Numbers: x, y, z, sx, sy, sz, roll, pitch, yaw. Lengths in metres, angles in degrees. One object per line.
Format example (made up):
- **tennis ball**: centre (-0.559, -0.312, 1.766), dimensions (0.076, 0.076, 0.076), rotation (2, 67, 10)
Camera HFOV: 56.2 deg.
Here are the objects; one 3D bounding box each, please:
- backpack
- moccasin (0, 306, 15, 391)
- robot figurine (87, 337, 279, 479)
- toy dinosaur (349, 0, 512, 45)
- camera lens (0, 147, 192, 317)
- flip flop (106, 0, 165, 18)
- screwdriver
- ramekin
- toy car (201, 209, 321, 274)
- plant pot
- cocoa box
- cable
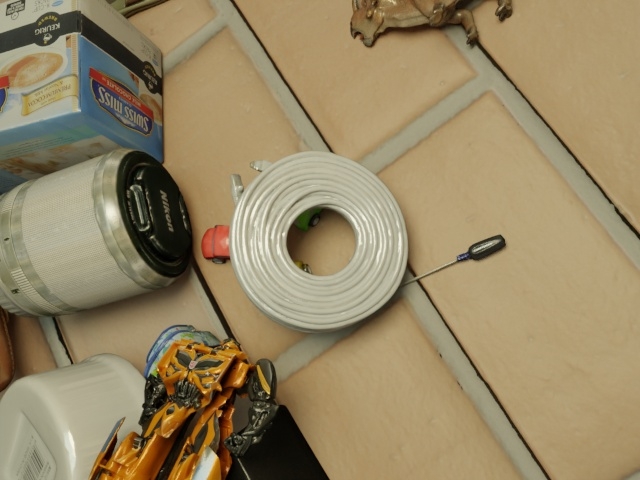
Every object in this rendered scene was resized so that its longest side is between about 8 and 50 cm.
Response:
- **backpack**: centre (-0.211, 0.180, 0.902), dimensions (0.084, 0.114, 0.105), rotation (32, 90, 21)
- **moccasin**: centre (-0.619, 0.112, 1.040), dimensions (0.139, 0.147, 0.380), rotation (-46, 63, -4)
- **robot figurine**: centre (-0.173, 0.243, 0.725), dimensions (0.210, 0.085, 0.291), rotation (5, 56, 31)
- **toy dinosaur**: centre (0.183, -0.406, 0.904), dimensions (0.295, 0.127, 0.200), rotation (-39, 63, 1)
- **camera lens**: centre (-0.356, -0.008, 0.933), dimensions (0.274, 0.219, 0.220), rotation (-16, 74, 14)
- **flip flop**: centre (-0.349, -0.490, 1.109), dimensions (0.276, 0.080, 0.112), rotation (-23, 72, 12)
- **screwdriver**: centre (0.182, 0.031, 0.859), dimensions (0.169, 0.024, 0.025), rotation (-21, 102, 14)
- **ramekin**: centre (-0.354, 0.309, 0.858), dimensions (0.277, 0.135, 0.278), rotation (-1, 89, 39)
- **toy car**: centre (-0.058, -0.017, 0.928), dimensions (0.239, 0.053, 0.225), rotation (35, 90, 21)
- **plant pot**: centre (-0.103, 0.353, 0.804), dimensions (0.187, 0.167, 0.188), rotation (-37, 69, 6)
- **cocoa box**: centre (-0.473, -0.236, 1.012), dimensions (0.346, 0.231, 0.228), rotation (-9, 75, 16)
- **cable**: centre (0.000, 0.000, 0.844), dimensions (0.256, 0.089, 0.257), rotation (-2, 81, -7)
